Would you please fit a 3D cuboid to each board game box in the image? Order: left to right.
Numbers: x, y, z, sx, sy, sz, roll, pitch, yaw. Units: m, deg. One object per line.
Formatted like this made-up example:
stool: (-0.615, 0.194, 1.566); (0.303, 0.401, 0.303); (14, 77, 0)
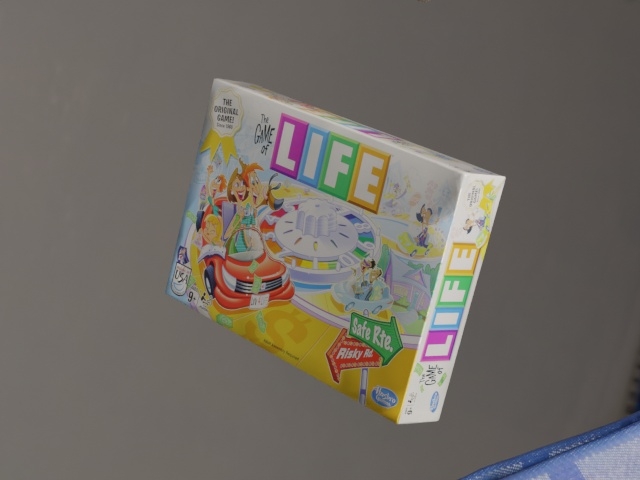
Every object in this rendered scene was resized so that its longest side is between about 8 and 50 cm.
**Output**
board game box: (0.000, 0.000, 0.619); (0.026, 0.103, 0.154); (3, 16, -45)

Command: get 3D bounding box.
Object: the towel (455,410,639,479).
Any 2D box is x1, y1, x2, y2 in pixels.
towel: (0.159, 0.235, 0.740); (0.209, 0.285, 0.034); (-25, 7, 22)
